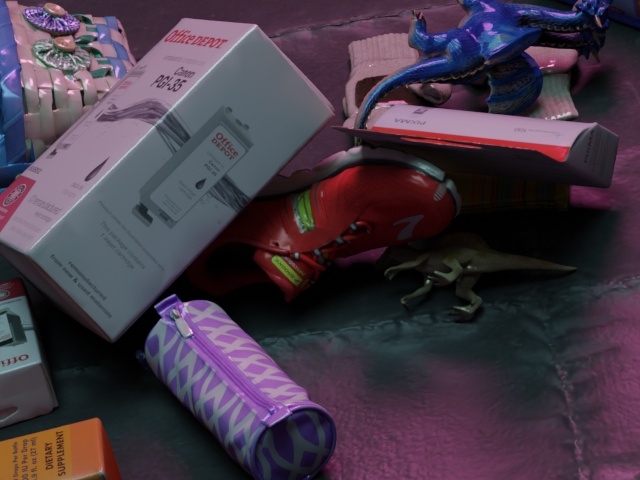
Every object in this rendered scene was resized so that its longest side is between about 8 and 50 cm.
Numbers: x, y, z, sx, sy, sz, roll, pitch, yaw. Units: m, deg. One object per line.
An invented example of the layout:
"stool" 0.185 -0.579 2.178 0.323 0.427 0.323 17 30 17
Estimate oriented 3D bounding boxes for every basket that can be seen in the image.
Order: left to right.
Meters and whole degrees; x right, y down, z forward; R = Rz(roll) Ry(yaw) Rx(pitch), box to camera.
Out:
"basket" -0.315 -0.121 1.925 0.289 0.201 0.254 -11 35 -13

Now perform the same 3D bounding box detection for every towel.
"towel" 0.115 -0.053 1.859 0.237 0.021 0.102 -4 34 12

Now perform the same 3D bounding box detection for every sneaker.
"sneaker" 0.000 0.000 1.747 0.279 0.107 0.118 -12 42 35

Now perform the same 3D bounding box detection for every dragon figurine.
"dragon figurine" 0.162 -0.174 1.891 0.144 0.085 0.289 29 51 31

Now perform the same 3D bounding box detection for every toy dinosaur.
"toy dinosaur" 0.124 0.022 1.727 0.183 0.053 0.092 3 38 21

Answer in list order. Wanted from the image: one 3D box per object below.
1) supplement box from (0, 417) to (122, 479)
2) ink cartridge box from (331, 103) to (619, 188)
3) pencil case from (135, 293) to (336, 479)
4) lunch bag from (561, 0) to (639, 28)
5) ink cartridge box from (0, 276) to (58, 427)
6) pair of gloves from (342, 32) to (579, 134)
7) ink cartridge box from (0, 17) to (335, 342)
"supplement box" -0.275 0.216 1.570 0.233 0.080 0.078 -16 34 0
"ink cartridge box" 0.139 -0.094 1.721 0.189 0.232 0.066 8 82 24
"pencil case" -0.068 0.121 1.625 0.086 0.088 0.206 -30 40 -19
"lunch bag" 0.305 -0.332 2.000 0.138 0.221 0.293 -27 38 -19
"ink cartridge box" -0.293 0.102 1.744 0.099 0.056 0.135 -17 36 -7
"pair of gloves" 0.139 -0.166 1.982 0.240 0.042 0.204 -5 37 9
"ink cartridge box" -0.151 -0.062 1.754 0.283 0.117 0.207 -46 21 -11
